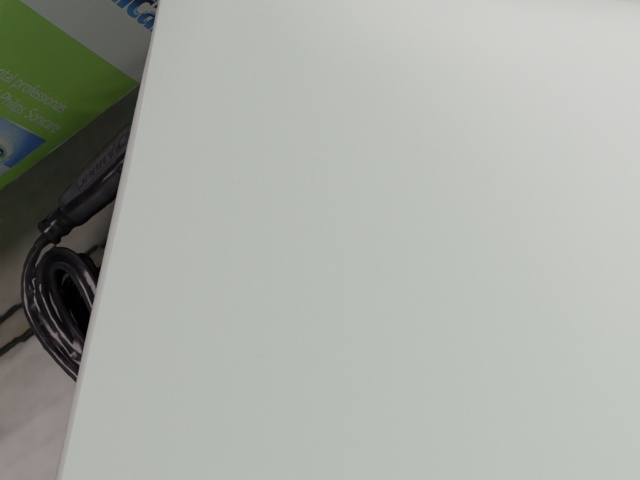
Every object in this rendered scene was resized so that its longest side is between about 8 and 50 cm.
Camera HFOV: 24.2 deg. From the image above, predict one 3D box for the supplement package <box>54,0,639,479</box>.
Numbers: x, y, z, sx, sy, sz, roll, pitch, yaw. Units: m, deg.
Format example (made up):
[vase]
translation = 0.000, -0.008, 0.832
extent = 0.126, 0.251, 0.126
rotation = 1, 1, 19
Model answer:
[supplement package]
translation = 0.040, 0.070, 0.450
extent = 0.175, 0.177, 0.293
rotation = 15, 96, 23

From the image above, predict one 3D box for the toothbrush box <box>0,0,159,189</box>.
[toothbrush box]
translation = -0.208, -0.106, 0.601
extent = 0.283, 0.122, 0.206
rotation = -37, 71, 9

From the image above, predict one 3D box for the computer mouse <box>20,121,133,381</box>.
[computer mouse]
translation = 0.000, 0.000, 0.603
extent = 0.262, 0.060, 0.184
rotation = -43, 70, 17
